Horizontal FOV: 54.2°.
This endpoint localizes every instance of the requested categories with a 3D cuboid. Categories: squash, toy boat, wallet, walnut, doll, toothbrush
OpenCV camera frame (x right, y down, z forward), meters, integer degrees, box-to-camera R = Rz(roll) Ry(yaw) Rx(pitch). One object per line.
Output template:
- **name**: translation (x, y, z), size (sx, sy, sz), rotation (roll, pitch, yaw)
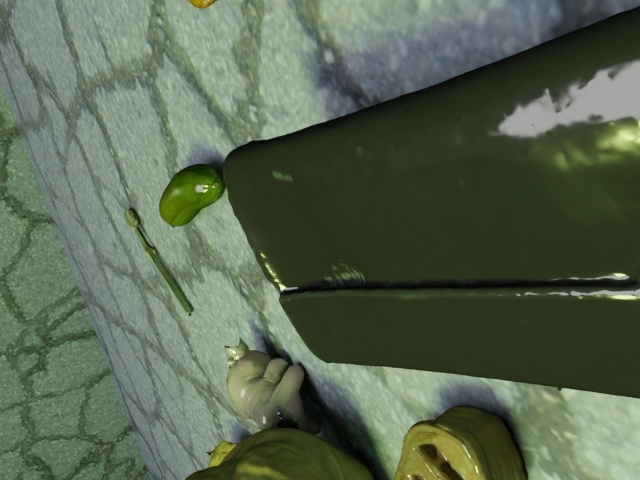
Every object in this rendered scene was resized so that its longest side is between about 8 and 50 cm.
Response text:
- **squash**: translation (-0.202, -0.069, 0.953), size (0.258, 0.069, 0.069), rotation (-20, 95, 62)
- **toy boat**: translation (0.138, 0.230, 0.614), size (0.116, 0.061, 0.188), rotation (47, 148, 33)
- **wallet**: translation (0.090, 0.004, 0.431), size (0.406, 0.062, 0.228), rotation (-6, 113, 52)
- **walnut**: translation (-0.059, 0.395, 0.837), size (0.277, 0.282, 0.253), rotation (-29, 88, 29)
- **doll**: translation (-0.085, 0.243, 0.977), size (0.192, 0.095, 0.149), rotation (20, 131, 50)
- **toothbrush**: translation (-0.352, 0.044, 1.346), size (0.294, 0.026, 0.028), rotation (55, 136, 18)

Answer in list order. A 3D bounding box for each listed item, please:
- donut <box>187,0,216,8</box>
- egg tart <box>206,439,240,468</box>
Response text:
- **donut**: translation (-0.120, -0.313, 0.618), size (0.152, 0.058, 0.152), rotation (41, 145, 37)
- **egg tart**: translation (-0.125, 0.575, 1.264), size (0.351, 0.153, 0.339), rotation (62, 149, 3)
